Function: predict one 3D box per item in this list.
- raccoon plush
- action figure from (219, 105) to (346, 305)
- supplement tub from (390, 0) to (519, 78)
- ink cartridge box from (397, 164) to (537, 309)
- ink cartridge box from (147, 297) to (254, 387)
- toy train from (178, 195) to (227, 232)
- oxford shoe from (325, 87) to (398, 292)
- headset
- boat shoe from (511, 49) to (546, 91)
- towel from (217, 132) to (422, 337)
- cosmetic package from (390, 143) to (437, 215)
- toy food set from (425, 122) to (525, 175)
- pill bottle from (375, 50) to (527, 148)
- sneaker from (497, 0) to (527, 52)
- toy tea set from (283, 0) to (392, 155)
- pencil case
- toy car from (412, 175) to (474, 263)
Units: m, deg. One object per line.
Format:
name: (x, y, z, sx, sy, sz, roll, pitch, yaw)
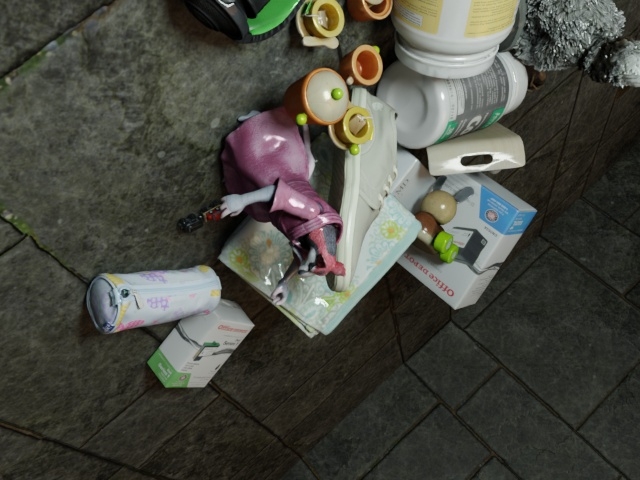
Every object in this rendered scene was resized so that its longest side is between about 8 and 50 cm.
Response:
raccoon plush: (0.559, -0.535, 1.273, 0.216, 0.446, 0.299, -36, 125, -9)
action figure: (-0.043, -0.063, 1.118, 0.275, 0.370, 0.248, -33, 145, -12)
supplement tub: (0.255, -0.495, 1.096, 0.241, 0.241, 0.331, -31, 145, -27)
ink cartridge box: (0.370, -0.010, 1.562, 0.129, 0.223, 0.308, -6, 130, -50)
ink cartridge box: (-0.292, 0.253, 1.482, 0.219, 0.092, 0.160, -51, 152, 8)
toy train: (-0.220, -0.059, 1.241, 0.158, 0.036, 0.027, -31, 148, -26)
oxford shoe: (0.087, -0.109, 1.210, 0.169, 0.129, 0.450, 127, -25, -63)
headset: (-0.100, -0.390, 0.827, 0.394, 0.185, 0.244, -20, 143, -58)
boat shoe: (0.560, -0.478, 1.657, 0.132, 0.130, 0.356, 3, 124, -55)
towel: (0.000, 0.000, 1.360, 0.374, 0.320, 0.090, -48, -164, 3)
cosmetic package: (0.209, -0.101, 1.636, 0.230, 0.161, 0.453, -51, 151, 8)
toy food set: (0.358, -0.225, 1.500, 0.219, 0.306, 0.093, -6, 109, 3)
pill bottle: (0.321, -0.351, 1.421, 0.361, 0.204, 0.204, -22, 143, -36)
sneaker: (0.353, -0.557, 1.282, 0.139, 0.125, 0.341, -27, 130, -12)
toy tea set: (0.053, -0.330, 1.063, 0.199, 0.124, 0.336, 9, 88, -35)
pencil case: (-0.333, 0.112, 1.225, 0.124, 0.114, 0.273, -41, 158, 30)
toy car: (0.291, -0.067, 1.482, 0.188, 0.155, 0.149, -58, 151, -6)
